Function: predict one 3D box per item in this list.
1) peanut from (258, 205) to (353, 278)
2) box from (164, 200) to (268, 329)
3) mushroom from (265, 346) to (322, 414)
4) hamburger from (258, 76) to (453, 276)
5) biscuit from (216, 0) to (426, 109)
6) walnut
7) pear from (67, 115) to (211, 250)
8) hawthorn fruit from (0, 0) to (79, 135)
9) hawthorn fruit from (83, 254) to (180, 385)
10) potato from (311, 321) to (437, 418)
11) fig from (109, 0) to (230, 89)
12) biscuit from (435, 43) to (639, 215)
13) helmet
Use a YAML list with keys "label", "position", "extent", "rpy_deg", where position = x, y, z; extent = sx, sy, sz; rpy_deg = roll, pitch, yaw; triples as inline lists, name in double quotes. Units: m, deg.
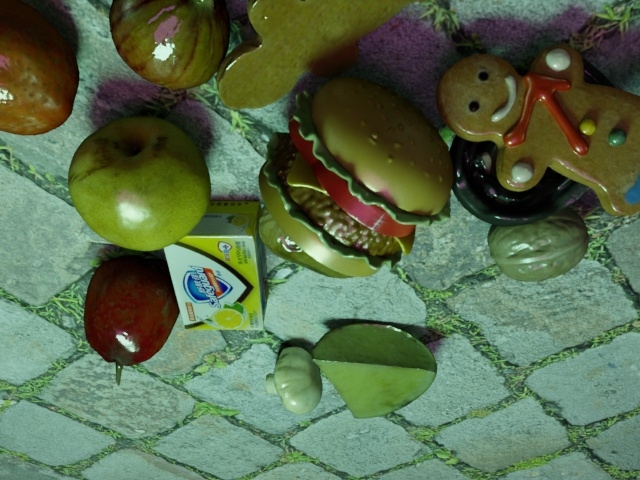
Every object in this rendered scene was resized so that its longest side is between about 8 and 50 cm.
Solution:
- label: "peanut"
  position: [0.000, 0.000, 1.020]
  extent: [0.236, 0.110, 0.120]
  rpy_deg: [24, 112, -22]
- label: "box"
  position: [-0.189, 0.053, 1.083]
  extent: [0.168, 0.097, 0.265]
  rpy_deg: [2, 133, -1]
- label: "mushroom"
  position: [-0.062, 0.318, 1.293]
  extent: [0.122, 0.154, 0.154]
  rpy_deg: [-16, 131, 9]
- label: "hamburger"
  position: [0.063, -0.106, 0.815]
  extent: [0.274, 0.274, 0.212]
  rpy_deg: [28, 125, -23]
- label: "biscuit"
  position: [-0.006, -0.287, 0.737]
  extent: [0.339, 0.047, 0.216]
  rpy_deg: [-35, 155, 28]
- label: "walnut"
  position: [0.375, 0.001, 0.995]
  extent: [0.162, 0.140, 0.140]
  rpy_deg: [-21, 130, 6]
- label: "pear"
  position: [-0.274, -0.080, 0.887]
  extent: [0.208, 0.209, 0.209]
  rpy_deg: [1, 133, 1]
- label: "hawthorn fruit"
  position: [-0.422, -0.228, 0.776]
  extent: [0.189, 0.189, 0.189]
  rpy_deg: [1, 133, 1]
- label: "hawthorn fruit"
  position: [-0.368, 0.149, 1.100]
  extent: [0.189, 0.252, 0.189]
  rpy_deg: [12, 159, 5]
- label: "potato"
  position: [0.103, 0.305, 1.307]
  extent: [0.269, 0.112, 0.255]
  rpy_deg: [8, 137, -2]
- label: "fig"
  position: [-0.185, -0.287, 0.721]
  extent: [0.149, 0.148, 0.202]
  rpy_deg: [22, 139, -8]
- label: "biscuit"
  position: [0.311, -0.157, 0.763]
  extent: [0.323, 0.049, 0.206]
  rpy_deg: [24, 90, 4]
- label: "helmet"
  position: [0.307, -0.133, 0.855]
  extent: [0.253, 0.154, 0.198]
  rpy_deg: [-40, 86, -4]
